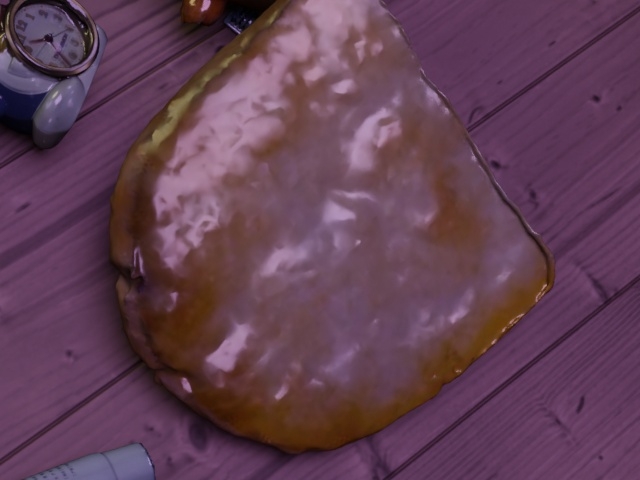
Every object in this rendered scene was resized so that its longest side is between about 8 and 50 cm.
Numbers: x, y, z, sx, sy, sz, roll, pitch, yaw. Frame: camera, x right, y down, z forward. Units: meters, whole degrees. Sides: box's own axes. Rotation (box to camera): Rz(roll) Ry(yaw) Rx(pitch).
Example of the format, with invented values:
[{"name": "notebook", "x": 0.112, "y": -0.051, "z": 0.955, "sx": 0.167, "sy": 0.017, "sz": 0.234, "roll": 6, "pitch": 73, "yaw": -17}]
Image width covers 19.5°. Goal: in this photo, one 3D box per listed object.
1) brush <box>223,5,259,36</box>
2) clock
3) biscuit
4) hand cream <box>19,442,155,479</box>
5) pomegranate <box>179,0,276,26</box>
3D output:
[{"name": "brush", "x": -0.028, "y": -0.199, "z": 2.055, "sx": 0.178, "sy": 0.030, "sz": 0.033, "roll": 39, "pitch": 55, "yaw": -3}, {"name": "clock", "x": -0.352, "y": -0.190, "z": 1.878, "sx": 0.243, "sy": 0.146, "sz": 0.200, "roll": 23, "pitch": 62, "yaw": -15}, {"name": "biscuit", "x": -0.001, "y": 0.000, "z": 1.920, "sx": 0.446, "sy": 0.104, "sz": 0.429, "roll": -44, "pitch": 107, "yaw": -13}, {"name": "hand cream", "x": -0.316, "y": 0.265, "z": 1.781, "sx": 0.331, "sy": 0.085, "sz": 0.058, "roll": -16, "pitch": 89, "yaw": -26}, {"name": "pomegranate", "x": -0.079, "y": -0.351, "z": 1.983, "sx": 0.252, "sy": 0.229, "sz": 0.270, "roll": 17, "pitch": 91, "yaw": -23}]
